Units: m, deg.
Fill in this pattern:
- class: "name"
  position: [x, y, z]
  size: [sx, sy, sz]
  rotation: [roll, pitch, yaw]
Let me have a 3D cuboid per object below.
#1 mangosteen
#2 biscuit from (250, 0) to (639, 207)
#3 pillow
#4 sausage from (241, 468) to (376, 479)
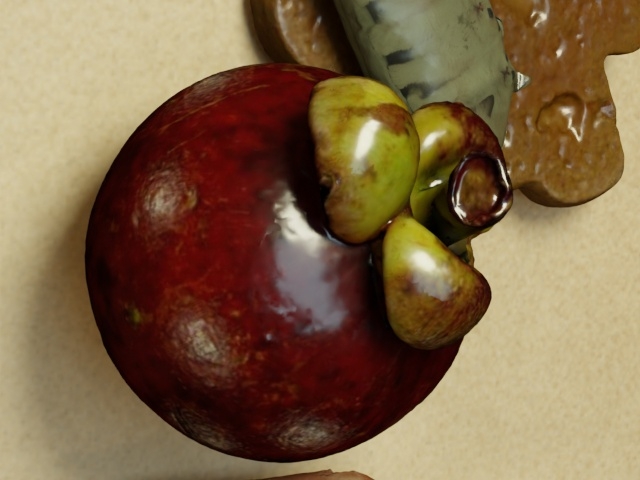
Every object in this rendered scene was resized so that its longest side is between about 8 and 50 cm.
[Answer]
- class: "mangosteen"
  position: [0.000, 0.000, 0.982]
  size: [0.215, 0.257, 0.215]
  rotation: [16, 61, -32]
- class: "biscuit"
  position: [0.108, -0.158, 1.147]
  size: [0.278, 0.043, 0.301]
  rotation: [31, 83, -28]
- class: "pillow"
  position: [0.058, -0.129, 1.069]
  size: [0.093, 0.051, 0.241]
  rotation: [-31, 110, -15]
- class: "sausage"
  position: [-0.034, 0.158, 1.110]
  size: [0.186, 0.043, 0.043]
  rotation: [-1, 98, -31]
